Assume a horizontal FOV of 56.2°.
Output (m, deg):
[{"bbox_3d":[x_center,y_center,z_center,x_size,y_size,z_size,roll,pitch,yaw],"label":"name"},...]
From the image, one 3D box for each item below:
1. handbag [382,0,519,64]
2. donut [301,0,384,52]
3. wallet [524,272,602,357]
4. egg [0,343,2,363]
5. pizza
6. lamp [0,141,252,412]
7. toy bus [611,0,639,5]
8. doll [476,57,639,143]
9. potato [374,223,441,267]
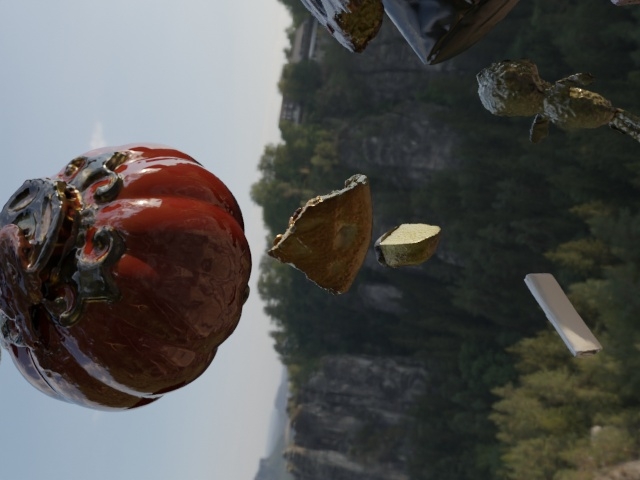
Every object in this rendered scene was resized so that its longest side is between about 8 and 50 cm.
[{"bbox_3d":[0.188,-0.470,0.944,0.178,0.301,0.275,-34,-2,-38],"label":"handbag"},{"bbox_3d":[0.020,-0.398,0.895,0.096,0.216,0.230,-40,-20,2],"label":"donut"},{"bbox_3d":[0.317,0.097,0.790,0.025,0.061,0.122,-47,52,32],"label":"wallet"},{"bbox_3d":[-0.703,0.225,1.149,0.231,0.169,0.168,120,161,-66],"label":"egg"},{"bbox_3d":[0.000,0.000,0.871,0.062,0.162,0.181,-126,27,-56],"label":"pizza"},{"bbox_3d":[-0.166,0.025,0.496,0.227,0.227,0.226,9,-90,-90],"label":"lamp"},{"bbox_3d":[0.437,-0.437,0.813,0.142,0.142,0.202,122,130,-64],"label":"toy bus"},{"bbox_3d":[0.368,-0.190,0.848,0.203,0.286,0.091,15,-84,-54],"label":"doll"},{"bbox_3d":[0.165,0.015,1.063,0.096,0.103,0.066,-35,-64,-39],"label":"potato"}]
